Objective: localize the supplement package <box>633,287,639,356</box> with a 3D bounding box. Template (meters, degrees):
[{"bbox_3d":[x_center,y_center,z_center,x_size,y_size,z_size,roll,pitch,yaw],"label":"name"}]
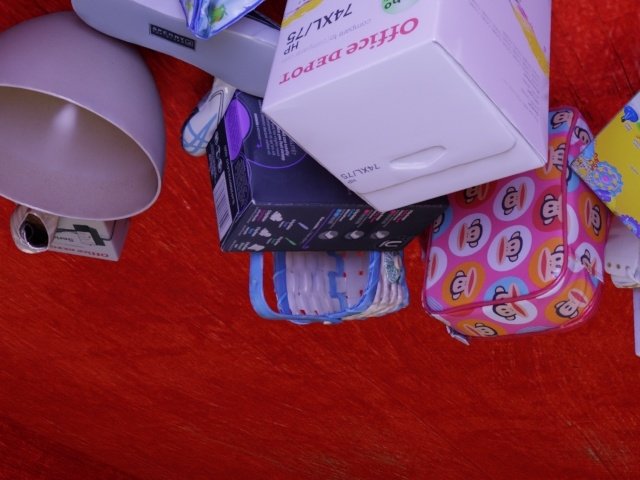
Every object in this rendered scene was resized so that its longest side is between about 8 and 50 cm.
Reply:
[{"bbox_3d":[0.629,0.084,1.258,0.198,0.199,0.262,28,146,-30],"label":"supplement package"}]

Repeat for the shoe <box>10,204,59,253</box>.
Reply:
[{"bbox_3d":[-0.462,-0.023,1.376,0.076,0.058,0.219,21,149,-16],"label":"shoe"}]

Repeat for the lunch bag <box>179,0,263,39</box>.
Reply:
[{"bbox_3d":[-0.090,-0.283,0.857,0.096,0.129,0.151,29,110,-30],"label":"lunch bag"}]

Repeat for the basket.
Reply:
[{"bbox_3d":[0.000,0.000,1.270,0.201,0.255,0.289,-18,159,42],"label":"basket"}]

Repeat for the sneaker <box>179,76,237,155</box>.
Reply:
[{"bbox_3d":[-0.126,-0.174,1.156,0.086,0.085,0.237,33,146,-9],"label":"sneaker"}]

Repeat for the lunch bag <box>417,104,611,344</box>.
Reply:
[{"bbox_3d":[0.235,-0.017,1.112,0.258,0.293,0.120,-14,141,43],"label":"lunch bag"}]

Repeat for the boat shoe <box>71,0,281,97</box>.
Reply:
[{"bbox_3d":[-0.125,-0.258,0.996,0.306,0.105,0.113,18,154,-1],"label":"boat shoe"}]

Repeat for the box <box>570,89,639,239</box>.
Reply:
[{"bbox_3d":[0.474,-0.082,0.898,0.290,0.177,0.279,50,152,12],"label":"box"}]

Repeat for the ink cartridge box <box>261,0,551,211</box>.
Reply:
[{"bbox_3d":[0.096,-0.204,0.848,0.198,0.270,0.197,-15,142,37],"label":"ink cartridge box"}]

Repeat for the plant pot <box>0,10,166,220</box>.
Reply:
[{"bbox_3d":[-0.321,-0.180,1.103,0.284,0.191,0.284,8,151,5],"label":"plant pot"}]

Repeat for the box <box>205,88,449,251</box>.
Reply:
[{"bbox_3d":[0.005,-0.085,1.118,0.270,0.165,0.143,0,155,-23],"label":"box"}]

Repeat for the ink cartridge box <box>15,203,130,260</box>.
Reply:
[{"bbox_3d":[-0.419,-0.058,1.452,0.153,0.087,0.208,9,151,4],"label":"ink cartridge box"}]

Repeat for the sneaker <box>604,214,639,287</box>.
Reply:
[{"bbox_3d":[0.487,0.066,1.191,0.108,0.293,0.169,13,156,-26],"label":"sneaker"}]
